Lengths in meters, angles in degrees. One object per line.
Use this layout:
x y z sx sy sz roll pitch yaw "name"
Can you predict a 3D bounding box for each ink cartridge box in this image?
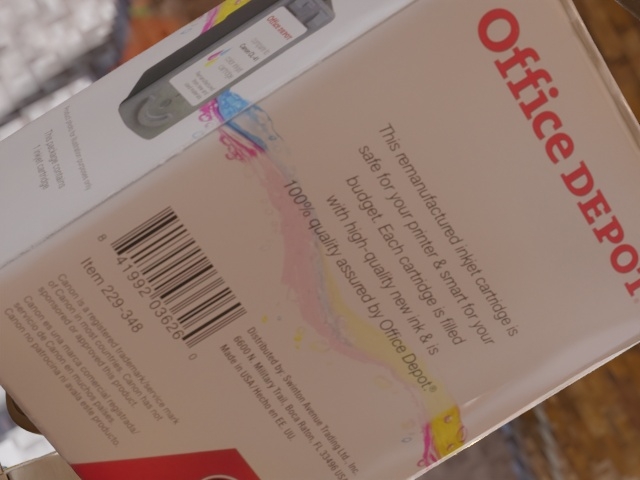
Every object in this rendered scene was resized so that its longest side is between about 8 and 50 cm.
0.000 0.000 0.952 0.226 0.306 0.131 57 2 -30 "ink cartridge box"

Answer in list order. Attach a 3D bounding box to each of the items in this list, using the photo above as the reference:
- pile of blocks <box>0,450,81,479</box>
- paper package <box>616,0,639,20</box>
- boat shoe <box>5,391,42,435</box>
-0.291 0.161 1.234 0.149 0.362 0.113 -20 90 -65 "pile of blocks"
0.411 -0.156 1.346 0.325 0.309 0.168 49 -52 37 "paper package"
-0.199 0.051 1.876 0.109 0.302 0.098 15 -18 20 "boat shoe"
